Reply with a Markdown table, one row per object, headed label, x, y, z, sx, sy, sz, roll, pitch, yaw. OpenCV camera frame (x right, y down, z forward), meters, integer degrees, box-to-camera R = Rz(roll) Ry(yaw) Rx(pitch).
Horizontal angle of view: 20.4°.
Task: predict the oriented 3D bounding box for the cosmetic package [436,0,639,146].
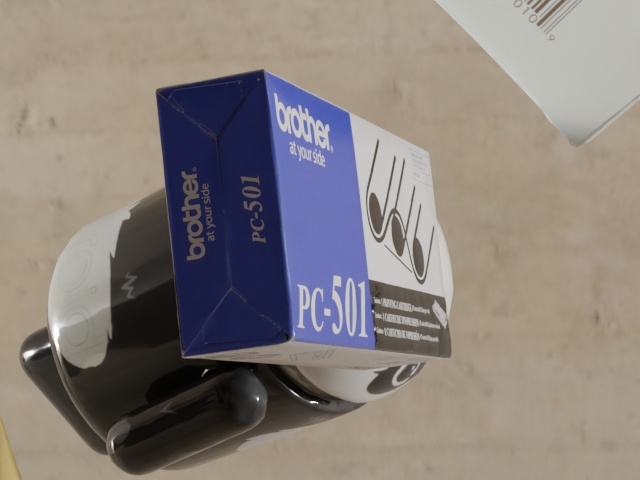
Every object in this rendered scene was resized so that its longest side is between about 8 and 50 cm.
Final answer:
| label | x | y | z | sx | sy | sz | roll | pitch | yaw |
| --- | --- | --- | --- | --- | --- | --- | --- | --- | --- |
| cosmetic package | 0.207 | -0.259 | 1.104 | 0.217 | 0.156 | 0.385 | 46 | -134 | -1 |

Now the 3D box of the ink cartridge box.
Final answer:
| label | x | y | z | sx | sy | sz | roll | pitch | yaw |
| --- | --- | --- | --- | --- | --- | --- | --- | --- | --- |
| ink cartridge box | 0.000 | 0.000 | 0.709 | 0.046 | 0.207 | 0.097 | -9 | -99 | 19 |

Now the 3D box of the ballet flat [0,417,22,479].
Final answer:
| label | x | y | z | sx | sy | sz | roll | pitch | yaw |
| --- | --- | --- | --- | --- | --- | --- | --- | --- | --- |
| ballet flat | -0.136 | 0.172 | 0.654 | 0.080 | 0.073 | 0.232 | -21 | -130 | 41 |

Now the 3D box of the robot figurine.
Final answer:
| label | x | y | z | sx | sy | sz | roll | pitch | yaw |
| --- | --- | --- | --- | --- | --- | --- | --- | --- | --- |
| robot figurine | -0.051 | 0.043 | 1.085 | 0.278 | 0.173 | 0.209 | -24 | -117 | 33 |
